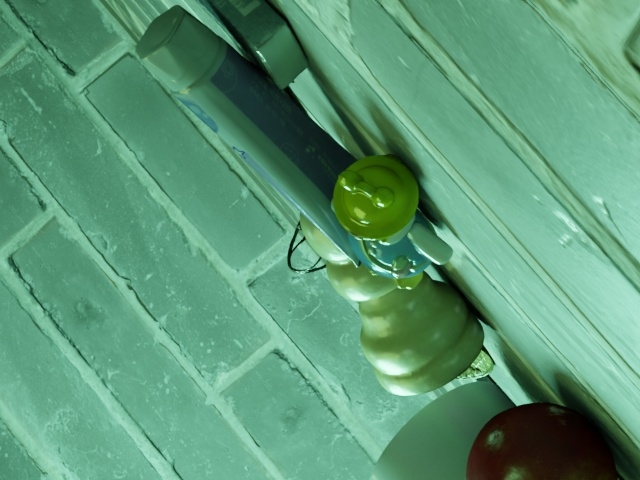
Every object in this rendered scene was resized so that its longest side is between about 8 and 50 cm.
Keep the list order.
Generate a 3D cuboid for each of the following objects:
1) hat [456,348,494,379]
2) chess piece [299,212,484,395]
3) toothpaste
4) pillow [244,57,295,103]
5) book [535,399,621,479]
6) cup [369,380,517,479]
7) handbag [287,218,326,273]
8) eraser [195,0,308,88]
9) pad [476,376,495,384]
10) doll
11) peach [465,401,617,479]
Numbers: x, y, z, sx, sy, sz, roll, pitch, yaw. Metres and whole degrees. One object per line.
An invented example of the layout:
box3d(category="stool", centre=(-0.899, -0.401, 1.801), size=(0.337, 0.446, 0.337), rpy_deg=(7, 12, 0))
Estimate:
box3d(category="hat", centre=(0.198, 0.152, 1.899), size=(0.146, 0.067, 0.146), rpy_deg=(11, 151, 6))
box3d(category="chess piece", centre=(0.081, 0.041, 1.620), size=(0.300, 0.167, 0.167), rpy_deg=(59, 173, -22))
box3d(category="toothpaste", centre=(-0.050, -0.118, 1.401), size=(0.080, 0.125, 0.371), rpy_deg=(-16, 136, 42))
box3d(category="pillow", centre=(-0.069, -0.182, 1.754), size=(0.208, 0.052, 0.212), rpy_deg=(40, 171, 49))
box3d(category="book", centre=(0.383, 0.328, 1.688), size=(0.228, 0.024, 0.160), rpy_deg=(46, 175, 43))
box3d(category="cup", centre=(0.258, 0.391, 1.698), size=(0.371, 0.253, 0.253), rpy_deg=(45, 174, 37))
box3d(category="handbag", centre=(0.000, 0.000, 2.071), size=(0.115, 0.139, 0.072), rpy_deg=(47, -179, 29))
box3d(category="eraser", centre=(-0.100, -0.264, 1.371), size=(0.212, 0.046, 0.092), rpy_deg=(48, 177, 27))
box3d(category="pad", centre=(0.301, 0.262, 2.139), size=(0.300, 0.005, 0.202), rpy_deg=(49, 176, 21))
box3d(category="doll", centre=(0.072, -0.022, 1.370), size=(0.135, 0.098, 0.241), rpy_deg=(62, -177, 23))
box3d(category="peach", centre=(0.266, 0.281, 1.493), size=(0.197, 0.197, 0.197), rpy_deg=(50, 176, 5))
